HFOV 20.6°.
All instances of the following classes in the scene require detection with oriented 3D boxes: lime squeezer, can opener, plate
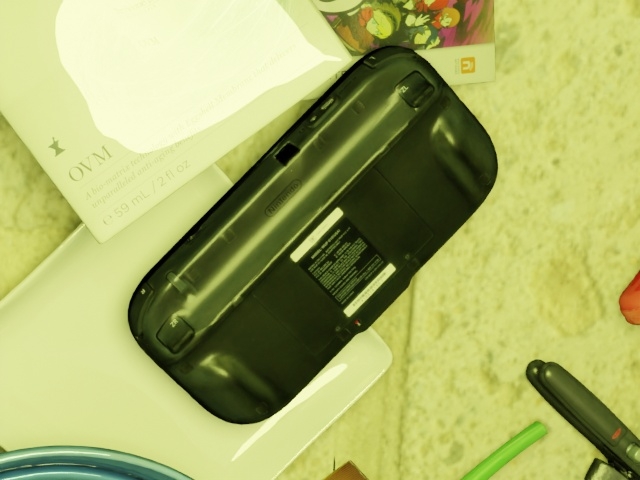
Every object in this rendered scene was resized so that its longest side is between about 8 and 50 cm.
[{"bbox_3d":[0.092,0.284,1.511,0.110,0.059,0.310,24,91,-13],"label":"lime squeezer"},{"bbox_3d":[0.249,0.171,1.551,0.186,0.059,0.073,50,66,-20],"label":"can opener"},{"bbox_3d":[-0.125,0.097,1.420,0.277,0.045,0.278,-45,112,-3],"label":"plate"}]

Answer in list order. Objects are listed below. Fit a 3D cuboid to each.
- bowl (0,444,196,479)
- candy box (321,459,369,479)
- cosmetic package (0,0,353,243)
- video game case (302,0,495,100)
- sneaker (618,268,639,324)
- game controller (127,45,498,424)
[{"bbox_3d":[-0.196,0.347,1.316,0.391,0.077,0.391,1,88,-16],"label":"bowl"},{"bbox_3d":[-0.021,0.271,1.462,0.186,0.109,0.053,-34,111,-8],"label":"candy box"},{"bbox_3d":[-0.135,-0.156,1.275,0.224,0.138,0.225,-37,98,-1],"label":"cosmetic package"},{"bbox_3d":[0.034,-0.230,1.392,0.210,0.042,0.232,-7,105,-16],"label":"video game case"},{"bbox_3d":[0.306,-0.041,1.518,0.128,0.087,0.221,46,74,-14],"label":"sneaker"},{"bbox_3d":[0.000,0.000,1.390,0.319,0.067,0.166,-45,126,-3],"label":"game controller"}]
